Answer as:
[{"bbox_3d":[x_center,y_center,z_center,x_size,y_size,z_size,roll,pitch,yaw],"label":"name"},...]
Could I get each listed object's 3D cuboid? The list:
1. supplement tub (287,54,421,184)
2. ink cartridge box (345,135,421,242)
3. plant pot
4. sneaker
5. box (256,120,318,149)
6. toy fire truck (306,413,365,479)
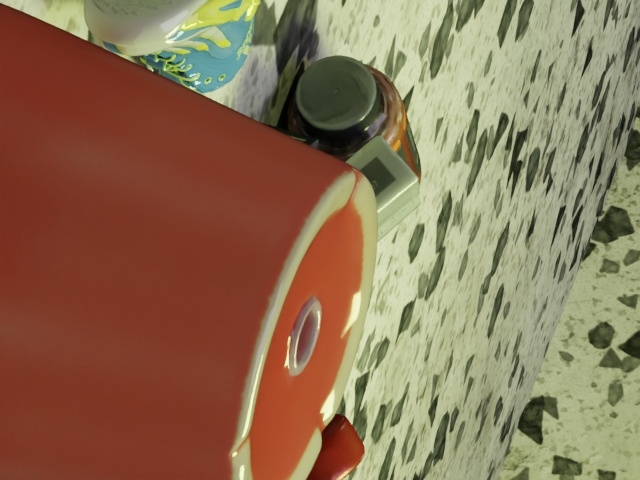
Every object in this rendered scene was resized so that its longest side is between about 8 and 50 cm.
[{"bbox_3d":[0.029,-0.092,1.565,0.198,0.106,0.106,65,43,-68],"label":"supplement tub"},{"bbox_3d":[0.000,0.000,1.512,0.189,0.066,0.232,-41,178,1],"label":"ink cartridge box"},{"bbox_3d":[-0.114,0.024,0.925,0.275,0.243,0.275,15,90,-74],"label":"plant pot"},{"bbox_3d":[-0.085,-0.137,1.149,0.240,0.091,0.126,-50,153,-57],"label":"sneaker"},{"bbox_3d":[-0.094,0.058,1.302,0.184,0.103,0.261,-40,144,-59],"label":"box"},{"bbox_3d":[-0.069,0.277,1.400,0.254,0.169,0.302,-34,-172,-27],"label":"toy fire truck"}]
